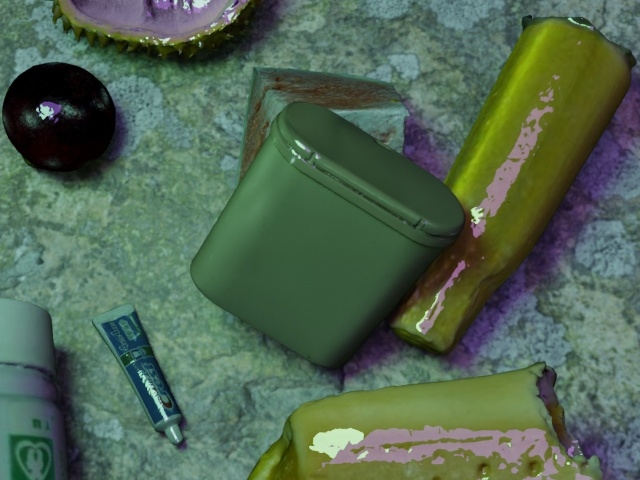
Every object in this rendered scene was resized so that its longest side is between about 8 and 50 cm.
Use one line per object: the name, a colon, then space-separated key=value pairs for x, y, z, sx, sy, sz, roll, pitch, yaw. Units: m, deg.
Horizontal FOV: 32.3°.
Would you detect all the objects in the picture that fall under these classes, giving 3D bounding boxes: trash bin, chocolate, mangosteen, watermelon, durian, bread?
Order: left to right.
mangosteen: x=-0.344 y=-0.155 z=1.444 sx=0.153 sy=0.152 sz=0.152 roll=-1 pitch=69 yaw=3
durian: x=-0.214 y=-0.324 z=1.511 sx=0.341 sy=0.112 sz=0.191 roll=-6 pitch=78 yaw=10
watermelon: x=-0.007 y=-0.139 z=1.374 sx=0.213 sy=0.201 sz=0.261 roll=1 pitch=63 yaw=-4
trash bin: x=0.000 y=0.000 z=1.276 sx=0.243 sy=0.247 sz=0.121 roll=33 pitch=29 yaw=-7
bread: x=0.100 y=0.336 z=1.169 sx=0.394 sy=0.250 sz=0.361 roll=-9 pitch=66 yaw=5
chocolate: x=0.217 y=-0.065 z=1.368 sx=0.162 sy=0.162 sz=0.445 roll=29 pitch=78 yaw=14

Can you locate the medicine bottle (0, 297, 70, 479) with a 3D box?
medicine bottle: x=-0.393 y=0.248 z=1.248 sx=0.212 sy=0.212 sz=0.325 roll=-11 pitch=69 yaw=0

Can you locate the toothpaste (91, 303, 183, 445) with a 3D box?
toothpaste: x=-0.217 y=0.165 z=1.361 sx=0.057 sy=0.035 sz=0.197 roll=-23 pitch=67 yaw=-22
